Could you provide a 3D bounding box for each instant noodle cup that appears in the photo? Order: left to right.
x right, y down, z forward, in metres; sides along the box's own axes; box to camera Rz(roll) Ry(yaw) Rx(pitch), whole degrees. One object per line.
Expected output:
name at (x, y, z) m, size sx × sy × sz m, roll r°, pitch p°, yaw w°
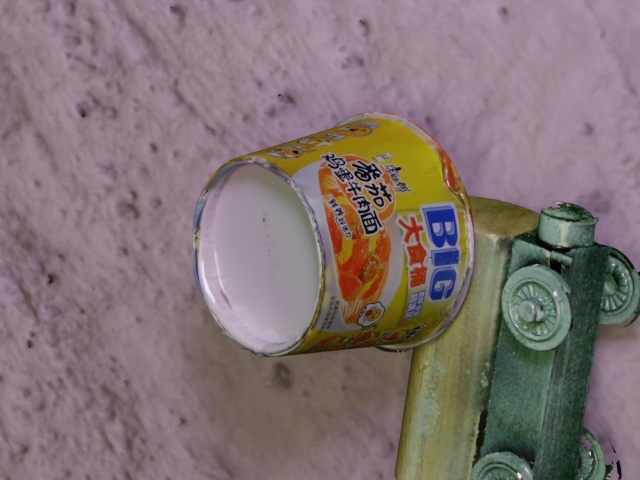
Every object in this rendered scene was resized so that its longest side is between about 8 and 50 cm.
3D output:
instant noodle cup at (0.000, 0.000, 1.526) m, size 0.205 × 0.153 × 0.205 m, roll 10°, pitch 104°, yaw 47°

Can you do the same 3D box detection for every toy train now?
toy train at (0.157, 0.104, 1.581) m, size 0.189 × 0.126 × 0.307 m, roll 26°, pitch 118°, yaw 44°
